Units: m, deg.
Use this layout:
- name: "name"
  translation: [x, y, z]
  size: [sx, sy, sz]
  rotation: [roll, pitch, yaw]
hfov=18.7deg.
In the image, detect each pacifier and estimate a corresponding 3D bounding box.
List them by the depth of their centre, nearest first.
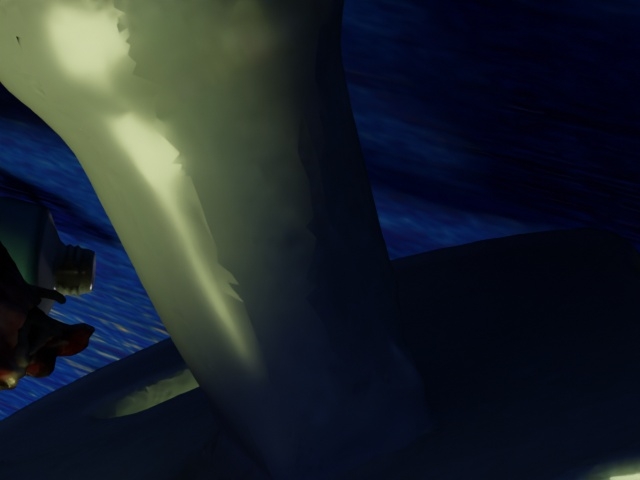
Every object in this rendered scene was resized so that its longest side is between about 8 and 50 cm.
- name: "pacifier"
  translation: [0.000, 0.000, 0.430]
  size: [0.233, 0.244, 0.299]
  rotation: [67, 167, -14]

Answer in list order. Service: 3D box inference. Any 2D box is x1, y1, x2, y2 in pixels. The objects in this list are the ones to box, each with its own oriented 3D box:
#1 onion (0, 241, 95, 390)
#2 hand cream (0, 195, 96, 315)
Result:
- name: "onion"
  translation: [-0.202, -0.035, 0.624]
  size: [0.283, 0.120, 0.227]
  rotation: [16, -160, -4]
- name: "hand cream"
  translation: [-0.199, 0.007, 0.749]
  size: [0.224, 0.083, 0.048]
  rotation: [4, -172, -4]
